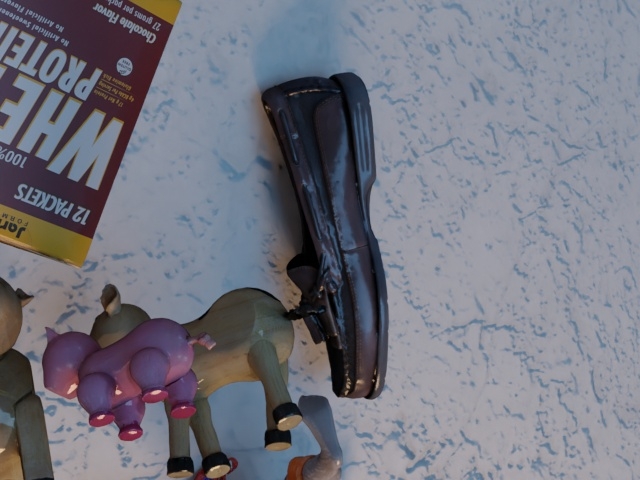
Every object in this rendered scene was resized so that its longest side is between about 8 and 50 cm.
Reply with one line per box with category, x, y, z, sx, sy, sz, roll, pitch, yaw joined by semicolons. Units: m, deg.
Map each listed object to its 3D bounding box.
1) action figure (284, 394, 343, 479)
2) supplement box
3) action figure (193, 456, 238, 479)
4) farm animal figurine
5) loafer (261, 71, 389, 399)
action figure;-0.066;0.327;0.937;0.341;0.178;0.330;-39;135;-21
supplement box;-0.224;-0.101;0.749;0.129;0.194;0.191;24;83;-37
action figure;-0.114;0.243;0.995;0.115;0.030;0.038;-51;118;-22
farm animal figurine;-0.206;0.102;0.756;0.330;0.327;0.172;6;51;-31
loafer;0.000;0.000;1.008;0.095;0.109;0.302;-6;95;-17
